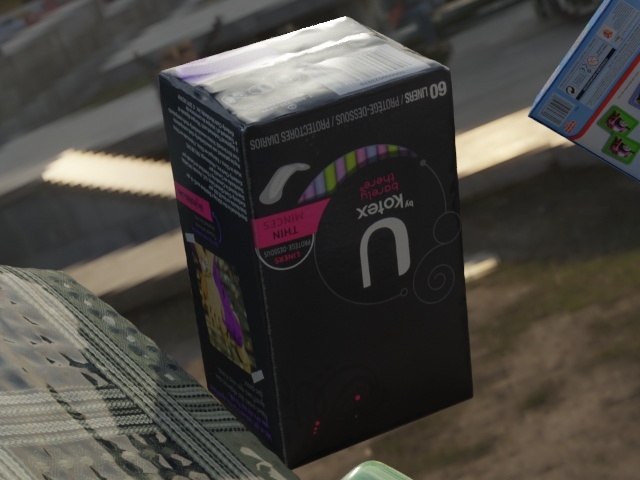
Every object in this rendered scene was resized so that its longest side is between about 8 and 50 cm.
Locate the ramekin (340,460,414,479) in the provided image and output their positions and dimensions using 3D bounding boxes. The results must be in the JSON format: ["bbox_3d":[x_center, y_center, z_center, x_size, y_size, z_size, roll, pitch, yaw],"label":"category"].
[{"bbox_3d":[0.031,0.358,1.632,0.303,0.148,0.303,-52,-14,-18],"label":"ramekin"}]

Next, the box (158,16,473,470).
[{"bbox_3d":[0.000,0.000,1.224,0.165,0.270,0.143,-19,30,-22],"label":"box"}]

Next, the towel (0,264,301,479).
[{"bbox_3d":[-0.127,0.115,0.812,0.056,0.324,0.312,-58,-26,14],"label":"towel"}]

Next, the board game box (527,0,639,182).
[{"bbox_3d":[0.299,-0.108,1.383,0.160,0.211,0.039,-58,2,44],"label":"board game box"}]
